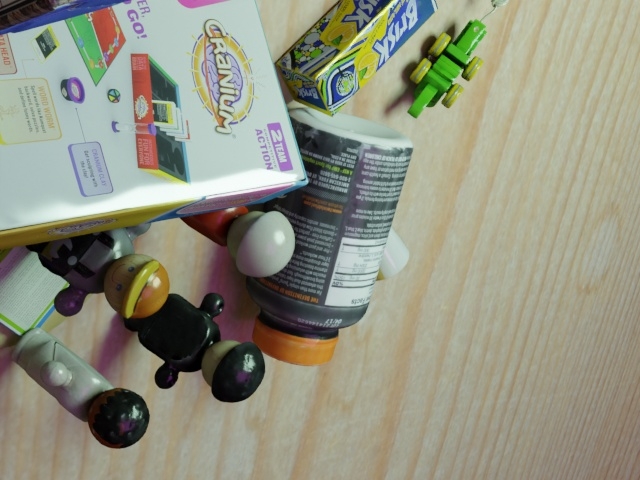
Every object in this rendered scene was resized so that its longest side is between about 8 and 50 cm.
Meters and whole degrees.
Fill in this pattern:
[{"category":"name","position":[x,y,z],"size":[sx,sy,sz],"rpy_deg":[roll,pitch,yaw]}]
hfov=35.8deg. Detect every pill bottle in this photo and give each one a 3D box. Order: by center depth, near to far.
[{"category":"pill bottle","position":[0.000,0.000,0.995],"size":[0.130,0.130,0.245],"rpy_deg":[-1,112,-46]}]

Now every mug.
[{"category":"mug","position":[0.056,0.007,1.116],"size":[0.078,0.062,0.064],"rpy_deg":[-49,131,-25]}]

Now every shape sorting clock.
[{"category":"shape sorting clock","position":[-0.238,-0.006,0.808],"size":[0.206,0.040,0.206],"rpy_deg":[-39,146,-33]}]

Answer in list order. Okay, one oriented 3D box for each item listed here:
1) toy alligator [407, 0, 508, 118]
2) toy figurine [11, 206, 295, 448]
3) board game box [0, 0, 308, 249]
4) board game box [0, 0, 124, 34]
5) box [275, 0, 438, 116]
[{"category":"toy alligator","position":[0.152,-0.207,1.106],"size":[0.189,0.056,0.051],"rpy_deg":[-54,-179,-12]},{"category":"toy figurine","position":[-0.136,0.056,0.830],"size":[0.209,0.148,0.213],"rpy_deg":[-21,136,-51]},{"category":"board game box","position":[-0.172,-0.125,0.698],"size":[0.316,0.064,0.242],"rpy_deg":[-12,85,-42]},{"category":"board game box","position":[-0.157,-0.260,0.497],"size":[0.141,0.232,0.291],"rpy_deg":[-25,108,-30]},{"category":"box","position":[0.039,-0.202,0.977],"size":[0.169,0.059,0.054],"rpy_deg":[-47,139,-17]}]
